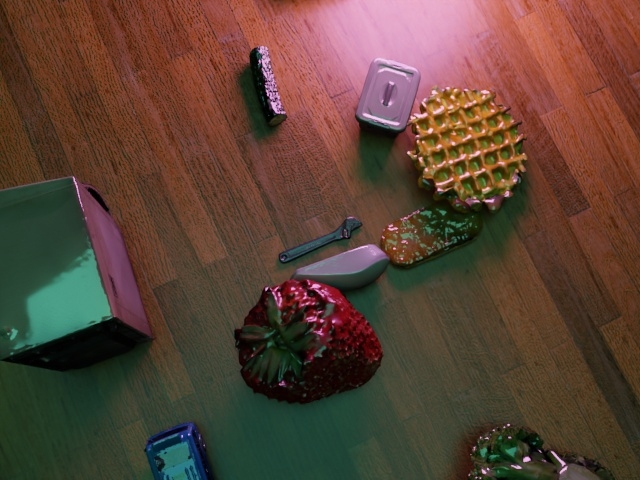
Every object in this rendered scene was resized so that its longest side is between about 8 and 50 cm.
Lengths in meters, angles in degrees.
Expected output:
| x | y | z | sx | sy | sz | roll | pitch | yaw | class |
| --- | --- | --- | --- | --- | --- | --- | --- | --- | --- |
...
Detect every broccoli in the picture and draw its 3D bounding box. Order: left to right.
| x | y | z | sx | sy | sz | roll | pitch | yaw | class |
| --- | --- | --- | --- | --- | --- | --- | --- | --- | --- |
| 0.446 | 0.548 | 1.501 | 0.321 | 0.310 | 0.413 | -45 | 61 | 1 | broccoli |

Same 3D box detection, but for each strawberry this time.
| x | y | z | sx | sy | sz | roll | pitch | yaw | class |
| --- | --- | --- | --- | --- | --- | --- | --- | --- | --- |
| -0.026 | 0.220 | 1.621 | 0.261 | 0.257 | 0.261 | -8 | 74 | 30 | strawberry |

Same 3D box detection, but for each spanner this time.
| x | y | z | sx | sy | sz | roll | pitch | yaw | class |
| --- | --- | --- | --- | --- | --- | --- | --- | --- | --- |
| 0.000 | 0.000 | 1.762 | 0.208 | 0.012 | 0.046 | -24 | 78 | -6 | spanner |

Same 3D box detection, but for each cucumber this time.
| x | y | z | sx | sy | sz | roll | pitch | yaw | class |
| --- | --- | --- | --- | --- | --- | --- | --- | --- | --- |
| -0.127 | -0.363 | 1.822 | 0.058 | 0.058 | 0.187 | -14 | 79 | -5 | cucumber |

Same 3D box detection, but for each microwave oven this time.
| x | y | z | sx | sy | sz | roll | pitch | yaw | class |
| --- | --- | --- | --- | --- | --- | --- | --- | --- | --- |
| -0.519 | 0.081 | 1.532 | 0.247 | 0.394 | 0.333 | -17 | 78 | -6 | microwave oven |

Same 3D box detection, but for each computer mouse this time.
| x | y | z | sx | sy | sz | roll | pitch | yaw | class |
| --- | --- | --- | --- | --- | --- | --- | --- | --- | --- |
| 0.043 | 0.076 | 1.688 | 0.230 | 0.128 | 0.079 | -17 | 72 | -4 | computer mouse |

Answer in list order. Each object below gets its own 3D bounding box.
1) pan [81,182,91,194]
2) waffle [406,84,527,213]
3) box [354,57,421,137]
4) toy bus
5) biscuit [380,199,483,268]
| x | y | z | sx | sy | sz | roll | pitch | yaw | class |
| --- | --- | --- | --- | --- | --- | --- | --- | --- | --- |
| -0.628 | -0.058 | 1.749 | 0.235 | 0.028 | 0.136 | -22 | 78 | -6 | pan |
| 0.333 | -0.207 | 1.773 | 0.329 | 0.062 | 0.329 | 3 | 77 | -13 | waffle |
| 0.155 | -0.324 | 1.799 | 0.124 | 0.093 | 0.172 | 18 | 77 | 3 | box |
| -0.272 | 0.503 | 1.576 | 0.113 | 0.134 | 0.246 | -20 | 80 | -6 | toy bus |
| 0.256 | -0.020 | 1.766 | 0.247 | 0.029 | 0.118 | -23 | 72 | -6 | biscuit |
